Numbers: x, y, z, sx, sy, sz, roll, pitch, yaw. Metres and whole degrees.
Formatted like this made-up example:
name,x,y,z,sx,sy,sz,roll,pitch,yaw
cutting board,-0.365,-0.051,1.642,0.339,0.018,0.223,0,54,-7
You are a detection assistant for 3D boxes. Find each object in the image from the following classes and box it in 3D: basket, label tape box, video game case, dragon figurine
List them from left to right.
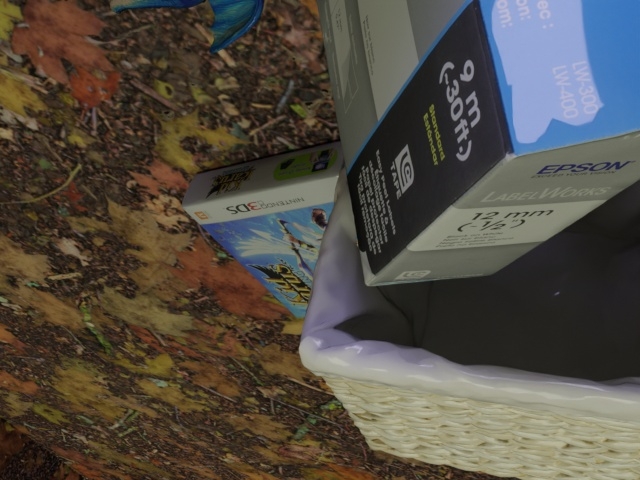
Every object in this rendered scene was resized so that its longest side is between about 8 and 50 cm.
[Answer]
name,x,y,z,sx,sy,sz,roll,pitch,yaw
dragon figurine,-0.088,-0.226,0.705,0.144,0.085,0.289,34,143,-22
video game case,0.000,0.000,1.025,0.244,0.061,0.269,-8,140,36
label tape box,0.103,-0.139,0.471,0.115,0.249,0.347,-4,163,-14
basket,0.197,0.033,0.740,0.331,0.328,0.266,4,149,20
